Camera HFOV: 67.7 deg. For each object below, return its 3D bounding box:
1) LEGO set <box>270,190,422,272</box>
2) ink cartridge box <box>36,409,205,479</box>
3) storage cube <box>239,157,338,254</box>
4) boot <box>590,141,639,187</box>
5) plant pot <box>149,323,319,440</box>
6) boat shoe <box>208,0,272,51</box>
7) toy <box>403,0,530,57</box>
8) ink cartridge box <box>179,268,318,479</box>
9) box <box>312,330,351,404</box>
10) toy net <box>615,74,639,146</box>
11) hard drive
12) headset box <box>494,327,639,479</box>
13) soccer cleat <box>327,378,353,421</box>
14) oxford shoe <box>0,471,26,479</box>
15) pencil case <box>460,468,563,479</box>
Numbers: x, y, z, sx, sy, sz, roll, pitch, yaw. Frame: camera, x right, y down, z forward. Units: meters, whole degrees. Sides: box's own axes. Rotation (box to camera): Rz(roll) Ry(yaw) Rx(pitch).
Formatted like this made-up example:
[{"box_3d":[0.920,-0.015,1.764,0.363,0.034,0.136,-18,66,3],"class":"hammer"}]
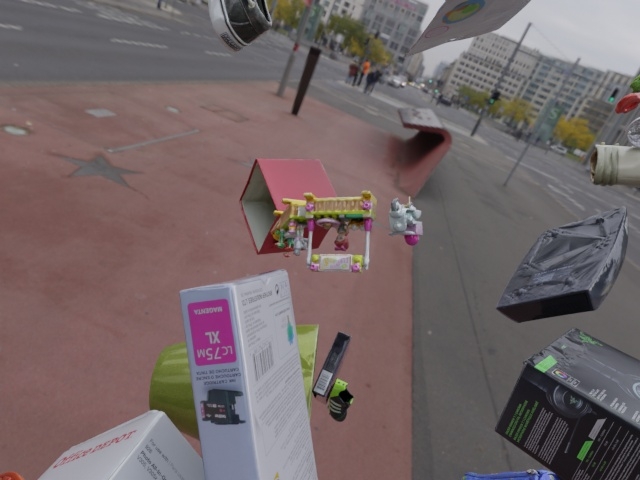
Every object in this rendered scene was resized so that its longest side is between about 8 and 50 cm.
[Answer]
[{"box_3d":[0.000,0.000,0.702,0.287,0.107,0.132,-6,-13,40],"class":"LEGO set"},{"box_3d":[-0.260,0.329,0.458,0.121,0.211,0.289,56,28,-11],"class":"ink cartridge box"},{"box_3d":[-0.084,-0.091,1.284,0.193,0.183,0.215,-6,57,-31],"class":"storage cube"},{"box_3d":[0.560,-0.141,0.823,0.165,0.077,0.213,7,30,30],"class":"boot"},{"box_3d":[-0.162,0.284,0.922,0.294,0.274,0.275,6,22,2],"class":"plant pot"},{"box_3d":[-0.104,-0.343,0.594,0.078,0.070,0.219,11,63,-62],"class":"boat shoe"},{"box_3d":[0.176,-0.272,0.492,0.137,0.056,0.237,-18,5,-7],"class":"toy"},{"box_3d":[-0.059,0.191,0.492,0.065,0.311,0.186,-11,-2,11],"class":"ink cartridge box"},{"box_3d":[0.021,0.244,0.898,0.029,0.116,0.162,22,-22,12],"class":"box"},{"box_3d":[0.500,-0.186,0.708,0.232,0.122,0.045,44,25,-65],"class":"toy net"},{"box_3d":[0.415,0.042,0.799,0.255,0.172,0.054,-40,99,-38],"class":"hard drive"},{"box_3d":[0.435,0.265,0.705,0.246,0.131,0.283,-6,28,-46],"class":"headset box"},{"box_3d":[0.058,0.448,1.317,0.072,0.179,0.060,9,42,28],"class":"soccer cleat"},{"box_3d":[-0.434,0.385,0.667,0.271,0.098,0.097,-5,42,43],"class":"oxford shoe"},{"box_3d":[0.527,0.708,1.333,0.119,0.306,0.133,-11,75,-40],"class":"pencil case"}]
